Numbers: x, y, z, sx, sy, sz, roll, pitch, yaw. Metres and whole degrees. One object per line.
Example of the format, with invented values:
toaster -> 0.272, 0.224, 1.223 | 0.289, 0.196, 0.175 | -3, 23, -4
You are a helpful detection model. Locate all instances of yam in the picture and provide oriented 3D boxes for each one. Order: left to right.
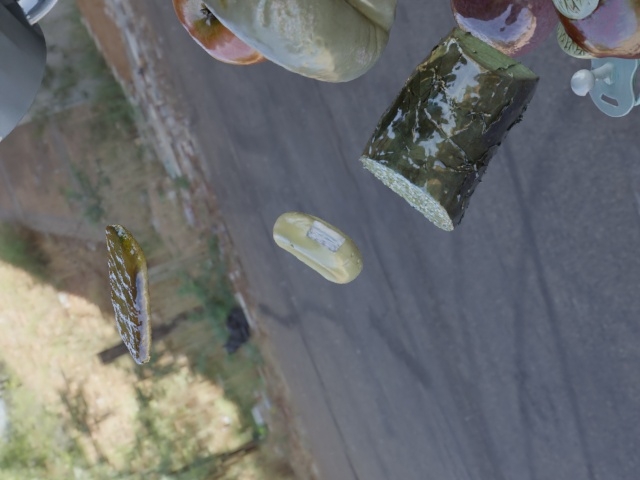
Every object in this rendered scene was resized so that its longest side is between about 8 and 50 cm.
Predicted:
yam -> 0.207, -0.181, 1.563 | 0.202, 0.271, 0.201 | 34, 178, 0

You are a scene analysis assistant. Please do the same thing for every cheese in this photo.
cheese -> 0.000, 0.000, 1.199 | 0.127, 0.050, 0.255 | 33, 173, 1

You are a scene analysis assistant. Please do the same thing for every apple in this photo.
apple -> -0.136, -0.454, 1.819 | 0.242, 0.241, 0.242 | 22, 132, 26

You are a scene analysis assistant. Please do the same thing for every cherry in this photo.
cherry -> 0.386, -0.492, 2.046 | 0.206, 0.239, 0.239 | -69, 16, -4

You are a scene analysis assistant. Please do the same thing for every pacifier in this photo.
pacifier -> 0.457, -0.260, 1.590 | 0.127, 0.117, 0.150 | 42, 145, 42

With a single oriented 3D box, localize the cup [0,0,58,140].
cup -> -0.448, -0.273, 1.050 | 0.236, 0.323, 0.327 | 57, -177, 32

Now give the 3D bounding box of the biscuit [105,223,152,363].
biscuit -> -0.288, 0.082, 1.497 | 0.118, 0.029, 0.247 | 48, 145, 40

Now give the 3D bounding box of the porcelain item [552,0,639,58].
porcelain item -> 0.378, -0.359, 1.288 | 0.253, 0.253, 0.253 | 158, 90, -76

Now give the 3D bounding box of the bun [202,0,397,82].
bun -> -0.031, -0.410, 1.479 | 0.219, 0.365, 0.365 | -53, 50, 29
